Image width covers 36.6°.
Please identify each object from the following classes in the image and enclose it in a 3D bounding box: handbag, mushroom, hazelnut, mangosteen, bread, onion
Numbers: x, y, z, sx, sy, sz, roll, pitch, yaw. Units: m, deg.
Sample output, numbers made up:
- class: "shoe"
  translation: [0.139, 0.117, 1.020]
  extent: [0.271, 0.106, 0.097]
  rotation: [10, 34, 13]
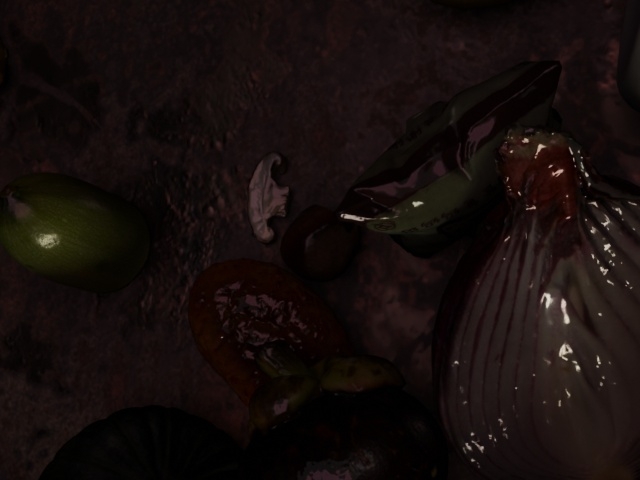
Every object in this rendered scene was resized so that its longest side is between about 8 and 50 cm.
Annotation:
- class: "handbag"
  translation: [0.133, -0.065, 0.869]
  extent: [0.213, 0.235, 0.127]
  rotation: [-40, 72, 9]
- class: "mushroom"
  translation: [-0.056, -0.046, 1.046]
  extent: [0.049, 0.019, 0.101]
  rotation: [8, 88, 20]
- class: "hazelnut"
  translation: [0.000, 0.000, 0.993]
  extent: [0.086, 0.086, 0.086]
  rotation: [-3, 82, 19]
- class: "mangosteen"
  translation: [0.005, 0.182, 0.853]
  extent: [0.192, 0.192, 0.217]
  rotation: [-32, 82, 12]
- class: "bread"
  translation: [-0.033, 0.130, 0.977]
  extent: [0.139, 0.095, 0.269]
  rotation: [-40, 76, 18]
- class: "onion"
  translation: [0.213, 0.041, 0.826]
  extent: [0.267, 0.159, 0.348]
  rotation: [-12, 110, 5]

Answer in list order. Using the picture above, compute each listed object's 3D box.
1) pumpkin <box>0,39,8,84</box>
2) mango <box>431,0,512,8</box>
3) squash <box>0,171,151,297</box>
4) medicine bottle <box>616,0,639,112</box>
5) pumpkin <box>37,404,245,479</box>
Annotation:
- class: "pumpkin"
  translation: [-0.499, -0.296, 1.141]
  extent: [0.139, 0.190, 0.280]
  rotation: [-27, 76, 13]
- class: "mango"
  translation: [0.219, -0.378, 0.940]
  extent: [0.195, 0.142, 0.331]
  rotation: [20, 97, 21]
- class: "squash"
  translation: [-0.273, -0.016, 1.033]
  extent: [0.123, 0.187, 0.123]
  rotation: [-5, 74, 18]
- class: "medicine bottle"
  translation: [0.424, -0.205, 0.780]
  extent: [0.325, 0.256, 0.256]
  rotation: [10, 86, 10]
- class: "pumpkin"
  translation: [-0.167, 0.289, 0.953]
  extent: [0.250, 0.216, 0.249]
  rotation: [4, 66, -9]
